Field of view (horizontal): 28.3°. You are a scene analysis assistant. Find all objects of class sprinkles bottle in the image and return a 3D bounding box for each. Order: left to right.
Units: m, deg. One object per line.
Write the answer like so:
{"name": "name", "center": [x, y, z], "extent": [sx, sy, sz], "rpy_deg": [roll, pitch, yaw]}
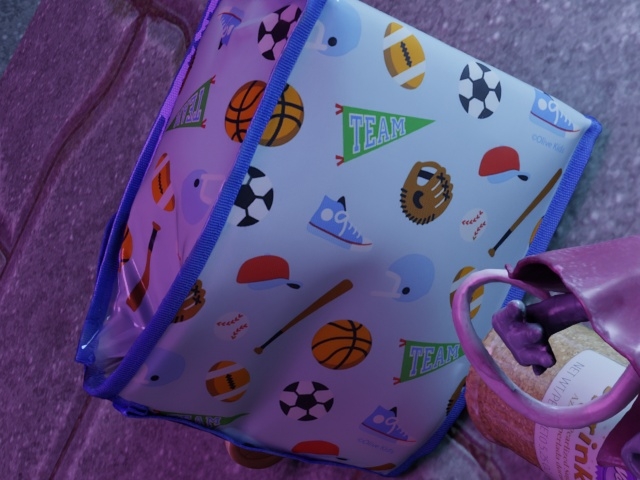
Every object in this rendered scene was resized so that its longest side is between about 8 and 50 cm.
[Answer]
{"name": "sprinkles bottle", "center": [0.245, 0.152, 0.863], "extent": [0.355, 0.121, 0.121], "rpy_deg": [29, 97, 57]}

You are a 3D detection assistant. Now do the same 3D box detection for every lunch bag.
{"name": "lunch bag", "center": [0.000, 0.000, 1.109], "extent": [0.239, 0.328, 0.385], "rpy_deg": [30, 99, 61]}

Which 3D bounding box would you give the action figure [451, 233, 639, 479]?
{"name": "action figure", "center": [0.307, 0.019, 0.767], "extent": [0.370, 0.248, 0.276], "rpy_deg": [-35, 2, -16]}

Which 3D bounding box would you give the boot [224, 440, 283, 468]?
{"name": "boot", "center": [-0.063, 0.097, 1.357], "extent": [0.203, 0.095, 0.262], "rpy_deg": [19, 86, 57]}
